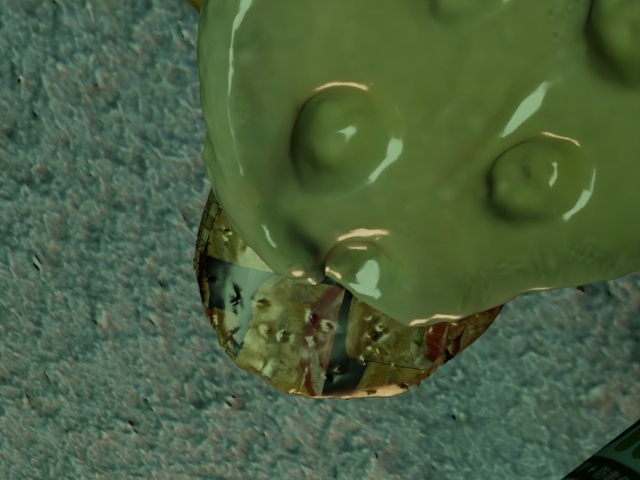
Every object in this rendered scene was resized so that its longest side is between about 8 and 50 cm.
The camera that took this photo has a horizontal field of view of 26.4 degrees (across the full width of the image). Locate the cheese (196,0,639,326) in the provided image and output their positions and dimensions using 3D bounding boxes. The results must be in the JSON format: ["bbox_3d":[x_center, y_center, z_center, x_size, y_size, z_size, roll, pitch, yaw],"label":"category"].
[{"bbox_3d":[0.094,-0.090,0.719,0.326,0.115,0.318,30,114,-20],"label":"cheese"}]

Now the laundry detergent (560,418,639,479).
[{"bbox_3d":[0.295,0.175,0.717,0.287,0.305,0.287,52,171,12],"label":"laundry detergent"}]

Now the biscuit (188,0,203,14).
[{"bbox_3d":[0.004,-0.214,0.790,0.213,0.091,0.274,26,133,17],"label":"biscuit"}]

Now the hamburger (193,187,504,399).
[{"bbox_3d":[0.031,0.001,0.887,0.231,0.107,0.231,1,110,4],"label":"hamburger"}]
